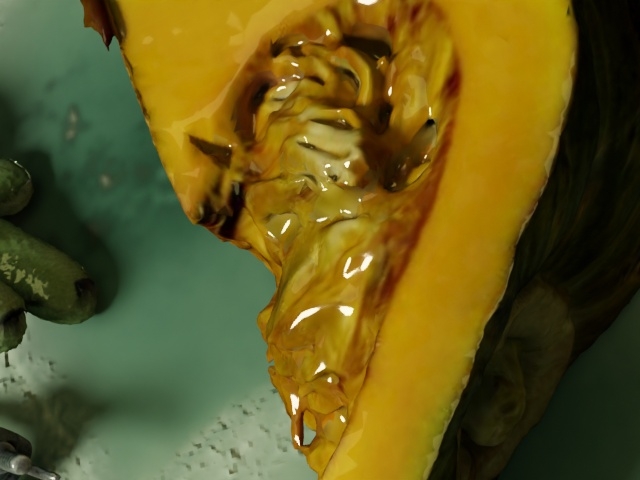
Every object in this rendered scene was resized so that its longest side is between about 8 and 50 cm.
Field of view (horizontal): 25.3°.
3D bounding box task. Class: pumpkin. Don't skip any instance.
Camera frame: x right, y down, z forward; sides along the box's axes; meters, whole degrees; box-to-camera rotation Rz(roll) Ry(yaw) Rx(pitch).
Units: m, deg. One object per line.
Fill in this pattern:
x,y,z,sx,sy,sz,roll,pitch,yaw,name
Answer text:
-0.001,0.000,0.475,0.190,0.139,0.280,21,78,27,pumpkin

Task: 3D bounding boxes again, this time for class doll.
-0.167,0.003,0.595,0.150,0.077,0.115,32,42,27,doll

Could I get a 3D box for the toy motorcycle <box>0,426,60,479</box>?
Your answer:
-0.213,0.102,0.571,0.263,0.091,0.157,33,84,31,toy motorcycle
